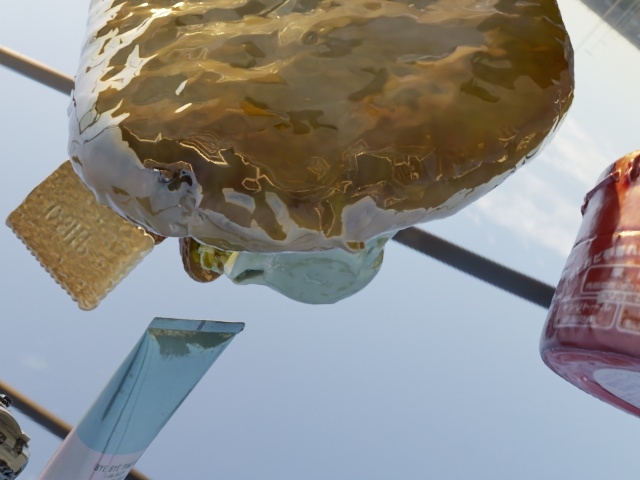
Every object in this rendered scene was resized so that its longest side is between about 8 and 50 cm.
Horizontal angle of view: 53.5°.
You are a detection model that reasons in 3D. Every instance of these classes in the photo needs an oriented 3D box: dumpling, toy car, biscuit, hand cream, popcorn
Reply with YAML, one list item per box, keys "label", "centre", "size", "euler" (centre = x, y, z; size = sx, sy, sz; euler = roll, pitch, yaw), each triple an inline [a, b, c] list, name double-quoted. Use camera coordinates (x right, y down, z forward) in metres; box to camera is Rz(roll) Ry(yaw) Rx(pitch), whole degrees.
- label: "dumpling"
  centre: [-0.013, 0.018, 1.174]
  size: [0.320, 0.212, 0.270]
  euler: [17, 167, 10]
- label: "toy car"
  centre: [-0.654, 0.353, 1.226]
  size: [0.118, 0.301, 0.193]
  euler: [-45, -72, -21]
- label: "biscuit"
  centre: [-0.395, -0.014, 1.039]
  size: [0.249, 0.160, 0.030]
  euler: [39, 171, 22]
- label: "hand cream"
  centre: [0.230, 0.043, 0.353]
  size: [0.193, 0.125, 0.193]
  euler: [25, 169, 5]
- label: "biscuit"
  centre: [-0.002, -0.156, 0.552]
  size: [0.429, 0.104, 0.446]
  euler: [-10, -134, -2]
- label: "popcorn"
  centre: [-0.207, 0.026, 1.433]
  size: [0.141, 0.135, 0.162]
  euler: [44, -138, -14]
- label: "biscuit"
  centre: [-0.321, -0.040, 1.459]
  size: [0.277, 0.052, 0.262]
  euler: [10, -100, -38]
- label: "hand cream"
  centre: [-0.200, 0.182, 0.613]
  size: [0.111, 0.312, 0.070]
  euler: [17, -154, -52]
